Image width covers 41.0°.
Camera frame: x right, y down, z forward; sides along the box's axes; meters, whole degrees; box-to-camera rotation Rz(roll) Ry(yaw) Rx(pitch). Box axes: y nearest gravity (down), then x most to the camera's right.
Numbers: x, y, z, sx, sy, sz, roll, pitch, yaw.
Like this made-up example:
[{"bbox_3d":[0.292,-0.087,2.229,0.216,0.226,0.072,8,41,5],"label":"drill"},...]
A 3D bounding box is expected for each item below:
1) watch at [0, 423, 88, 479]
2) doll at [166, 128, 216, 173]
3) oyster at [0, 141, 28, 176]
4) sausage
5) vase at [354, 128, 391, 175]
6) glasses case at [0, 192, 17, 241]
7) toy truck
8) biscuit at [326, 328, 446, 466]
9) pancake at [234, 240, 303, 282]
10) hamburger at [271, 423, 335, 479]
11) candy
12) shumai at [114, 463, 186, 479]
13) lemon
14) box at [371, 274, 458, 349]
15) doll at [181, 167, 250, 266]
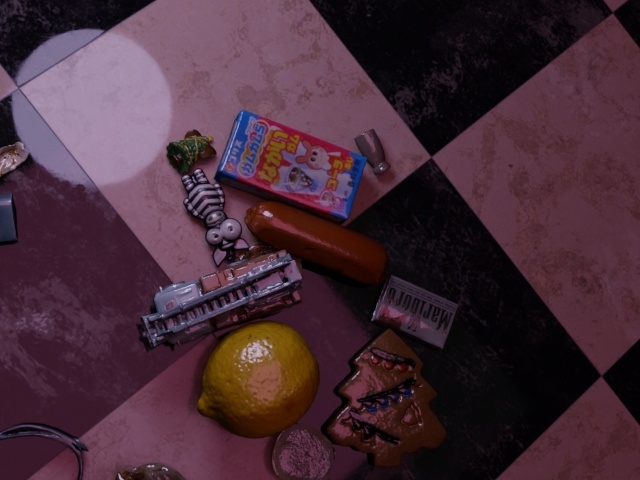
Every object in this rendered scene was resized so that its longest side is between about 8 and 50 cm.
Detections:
[{"bbox_3d":[-0.576,0.452,1.683,0.206,0.068,0.193,35,71,-10],"label":"watch"},{"bbox_3d":[-0.277,-0.205,1.863,0.113,0.076,0.078,-41,83,-18],"label":"doll"},{"bbox_3d":[-0.655,-0.169,1.784,0.093,0.034,0.051,-37,107,-28],"label":"oyster"},{"bbox_3d":[0.000,0.001,1.886,0.348,0.094,0.097,21,54,-10],"label":"sausage"},{"bbox_3d":[0.123,-0.203,1.977,0.053,0.053,0.100,-29,93,-17],"label":"vase"},{"bbox_3d":[-0.758,-0.038,1.723,0.266,0.056,0.105,-7,82,-15],"label":"glasses case"},{"bbox_3d":[-0.207,0.122,1.756,0.338,0.184,0.133,-18,87,-8],"label":"toy truck"},{"bbox_3d":[0.144,0.347,1.894,0.278,0.043,0.301,0,81,-14],"label":"biscuit"},{"bbox_3d":[-0.116,0.074,1.881,0.158,0.028,0.158,2,79,-11],"label":"pancake"},{"bbox_3d":[-0.038,0.461,1.819,0.140,0.062,0.133,28,71,-6],"label":"hamburger"},{"bbox_3d":[-0.066,-0.159,1.898,0.306,0.100,0.157,21,77,-9],"label":"candy"},{"bbox_3d":[-0.340,0.538,1.700,0.201,0.120,0.201,3,77,-13],"label":"shumai"},{"bbox_3d":[-0.127,0.288,1.742,0.253,0.228,0.228,-44,93,-14],"label":"lemon"},{"bbox_3d":[0.217,0.164,1.948,0.178,0.036,0.115,24,77,-10],"label":"box"},{"bbox_3d":[-0.231,-0.052,1.854,0.091,0.067,0.219,-28,90,-10],"label":"doll"}]
